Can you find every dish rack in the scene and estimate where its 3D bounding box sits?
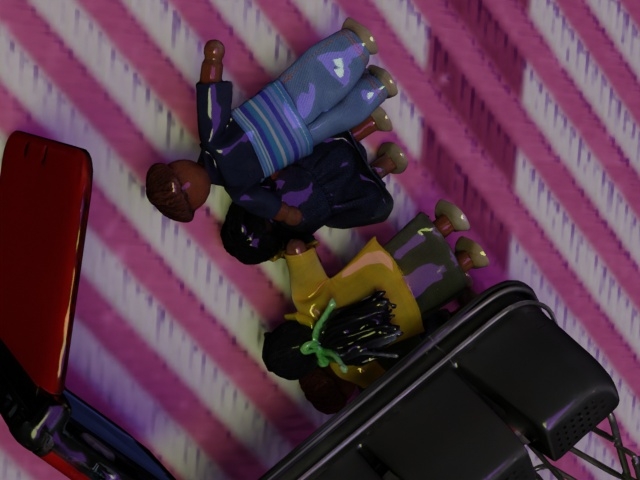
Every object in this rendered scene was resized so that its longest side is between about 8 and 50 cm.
[{"bbox_3d":[0.064,0.174,0.556,0.208,0.074,0.271,-37,134,-13],"label":"dish rack"}]

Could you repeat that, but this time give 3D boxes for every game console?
[{"bbox_3d":[-0.078,0.033,0.451,0.124,0.144,0.085,40,82,-22],"label":"game console"}]

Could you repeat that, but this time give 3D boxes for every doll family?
[{"bbox_3d":[0.000,0.000,0.525,0.111,0.076,0.193,-33,103,-12],"label":"doll family"}]
